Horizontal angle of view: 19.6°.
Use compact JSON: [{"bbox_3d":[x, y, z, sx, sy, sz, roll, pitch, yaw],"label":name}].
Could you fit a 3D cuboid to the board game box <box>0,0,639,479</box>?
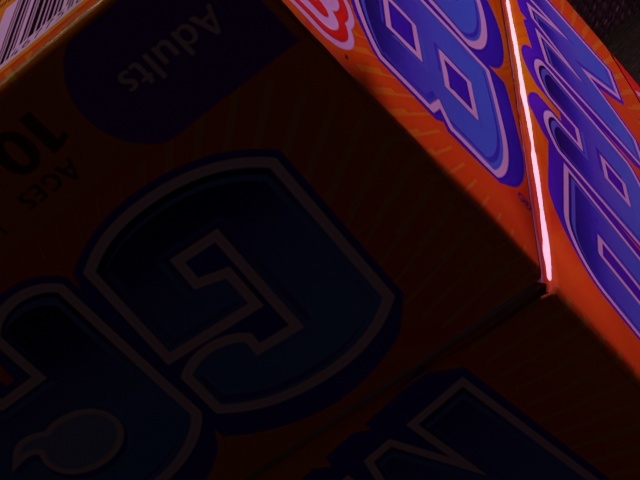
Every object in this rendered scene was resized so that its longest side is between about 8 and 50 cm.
[{"bbox_3d":[-0.052,0.017,0.855,0.356,0.356,0.356,-36,25,21],"label":"board game box"}]
